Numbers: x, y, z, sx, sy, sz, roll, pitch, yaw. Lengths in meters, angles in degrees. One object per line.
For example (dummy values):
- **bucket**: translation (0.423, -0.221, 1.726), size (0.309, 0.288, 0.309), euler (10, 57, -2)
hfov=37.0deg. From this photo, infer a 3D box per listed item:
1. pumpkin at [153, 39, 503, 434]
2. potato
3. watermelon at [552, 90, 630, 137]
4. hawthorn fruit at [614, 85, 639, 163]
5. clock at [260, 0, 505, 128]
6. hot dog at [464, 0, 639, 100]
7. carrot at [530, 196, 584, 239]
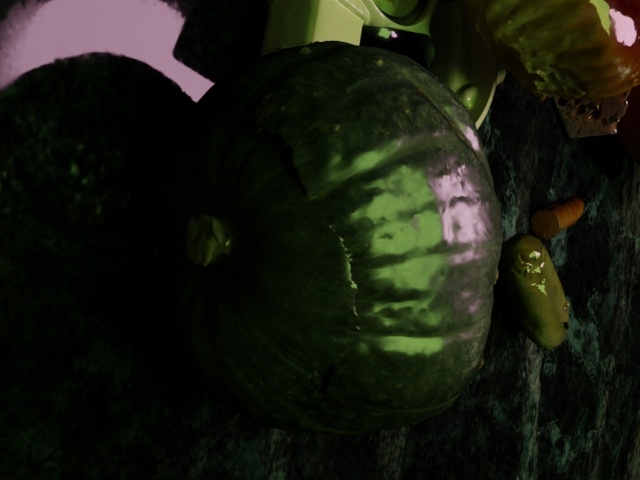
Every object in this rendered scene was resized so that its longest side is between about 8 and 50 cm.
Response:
- **pumpkin**: translation (0.000, 0.000, 0.809), size (0.257, 0.291, 0.328), euler (-6, 91, -42)
- **potato**: translation (0.299, 0.068, 1.351), size (0.105, 0.085, 0.188), euler (-99, 167, -54)
- **watermelon**: translation (0.400, -0.241, 1.411), size (0.094, 0.154, 0.241), euler (-54, 146, -32)
- **hawthorn fruit**: translation (0.636, -0.292, 1.519), size (0.402, 0.402, 0.403), euler (-10, 103, -50)
- **clock**: translation (0.092, -0.218, 1.031), size (0.379, 0.120, 0.277), euler (28, 67, -45)
- **hot dog**: translation (0.253, -0.327, 1.040), size (0.367, 0.196, 0.365), euler (62, 32, -5)
- **carrot**: translation (0.371, -0.040, 1.454), size (0.139, 0.048, 0.048), euler (-22, 112, -49)
